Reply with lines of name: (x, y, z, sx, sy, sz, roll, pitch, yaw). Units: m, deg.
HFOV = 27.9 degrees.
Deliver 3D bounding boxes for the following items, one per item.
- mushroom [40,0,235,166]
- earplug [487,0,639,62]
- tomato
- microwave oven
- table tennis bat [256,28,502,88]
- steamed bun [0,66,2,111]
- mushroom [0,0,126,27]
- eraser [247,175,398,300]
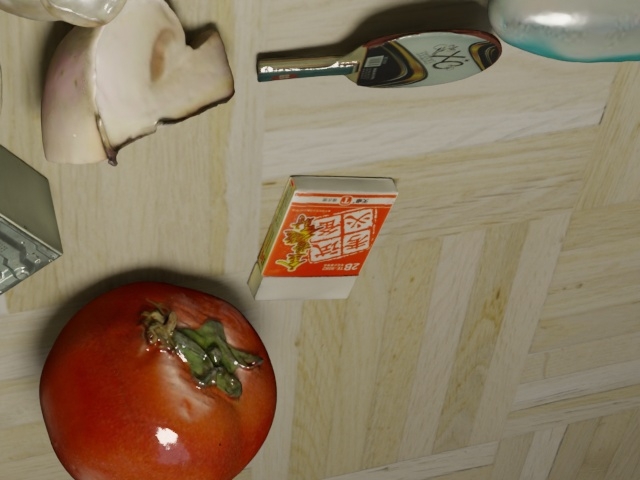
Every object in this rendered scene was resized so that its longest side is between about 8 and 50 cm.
mushroom: (-0.236, -0.192, 1.444, 0.236, 0.173, 0.162, -33, 116, -48)
earplug: (0.360, -0.292, 1.548, 0.324, 0.185, 0.185, -5, 140, -9)
tomato: (-0.232, 0.219, 1.775, 0.321, 0.321, 0.321, -12, 142, -10)
microwave oven: (-0.456, 0.003, 1.551, 0.240, 0.145, 0.194, -32, 138, 14)
table tennis bat: (0.072, -0.219, 1.569, 0.301, 0.022, 0.173, -5, 167, -7)
steamed bun: (-0.423, -0.182, 1.283, 0.268, 0.207, 0.280, 36, 147, -13)
mushroom: (-0.251, -0.295, 1.210, 0.243, 0.243, 0.243, -12, 142, -10)
eraser: (0.000, 0.000, 1.837, 0.157, 0.038, 0.230, 0, 137, -24)
